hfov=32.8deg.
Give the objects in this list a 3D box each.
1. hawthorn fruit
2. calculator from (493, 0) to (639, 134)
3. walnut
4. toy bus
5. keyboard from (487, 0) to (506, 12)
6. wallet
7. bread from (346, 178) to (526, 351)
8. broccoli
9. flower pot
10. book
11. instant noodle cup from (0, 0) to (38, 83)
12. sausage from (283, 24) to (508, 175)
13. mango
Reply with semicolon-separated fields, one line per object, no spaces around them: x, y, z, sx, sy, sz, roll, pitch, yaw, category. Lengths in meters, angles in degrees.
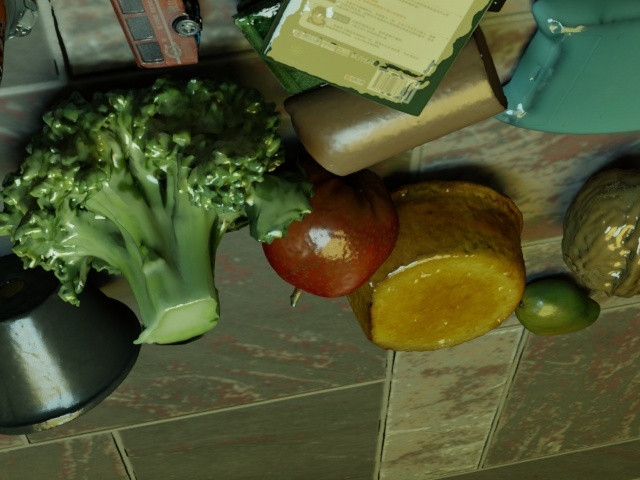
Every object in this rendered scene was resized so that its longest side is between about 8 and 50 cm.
0.000;0.000;1.469;0.197;0.196;0.225;5;126;-26;hawthorn fruit
0.424;-0.230;1.429;0.387;0.054;0.256;-5;147;-19;calculator
0.468;-0.016;1.652;0.198;0.198;0.245;-9;148;-7;walnut
-0.179;-0.272;1.120;0.097;0.073;0.235;-9;149;6;toy bus
0.217;-0.335;1.221;0.061;0.013;0.204;1;146;-21;keyboard
0.037;-0.256;1.238;0.236;0.055;0.160;-19;143;16;wallet
0.169;0.040;1.635;0.312;0.172;0.312;-8;146;-6;bread
-0.188;-0.055;1.278;0.338;0.317;0.277;-39;156;-20;broccoli
-0.403;0.121;1.520;0.269;0.269;0.166;-17;127;5;flower pot
0.078;-0.267;1.156;0.202;0.027;0.264;19;128;-15;book
-0.391;-0.199;1.098;0.208;0.125;0.177;-6;147;-12;instant noodle cup
0.093;-0.169;1.333;0.253;0.123;0.123;-21;147;14;sausage
0.419;0.127;1.944;0.122;0.085;0.191;-33;142;22;mango
